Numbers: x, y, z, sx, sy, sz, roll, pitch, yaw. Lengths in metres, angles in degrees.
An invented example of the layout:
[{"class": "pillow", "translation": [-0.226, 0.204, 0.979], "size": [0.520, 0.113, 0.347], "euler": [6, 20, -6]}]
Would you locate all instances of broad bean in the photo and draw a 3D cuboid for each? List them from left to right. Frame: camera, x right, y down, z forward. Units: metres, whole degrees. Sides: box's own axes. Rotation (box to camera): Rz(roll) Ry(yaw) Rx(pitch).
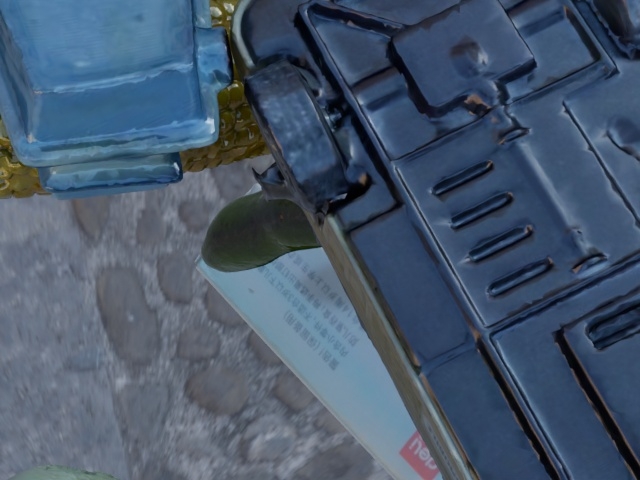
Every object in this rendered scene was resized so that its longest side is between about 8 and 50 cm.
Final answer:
[{"class": "broad bean", "translation": [0.000, -0.005, 0.842], "size": [0.039, 0.227, 0.069], "euler": [-22, 109, -39]}]

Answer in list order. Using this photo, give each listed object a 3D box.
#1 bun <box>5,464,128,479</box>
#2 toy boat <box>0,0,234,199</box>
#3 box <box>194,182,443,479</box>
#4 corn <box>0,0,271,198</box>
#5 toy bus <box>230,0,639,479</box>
[{"class": "bun", "translation": [-0.052, 0.165, 0.519], "size": [0.195, 0.195, 0.118], "euler": [29, 88, 0]}, {"class": "toy boat", "translation": [-0.101, -0.119, 0.613], "size": [0.109, 0.098, 0.237], "euler": [-8, 57, -12]}, {"class": "box", "translation": [0.043, 0.078, 0.983], "size": [0.269, 0.135, 0.079], "euler": [44, 102, 31]}, {"class": "corn", "translation": [-0.076, -0.080, 0.730], "size": [0.262, 0.097, 0.097], "euler": [-17, 78, -35]}, {"class": "toy bus", "translation": [0.106, 0.041, 0.586], "size": [0.177, 0.202, 0.365], "euler": [-26, 67, -3]}]
